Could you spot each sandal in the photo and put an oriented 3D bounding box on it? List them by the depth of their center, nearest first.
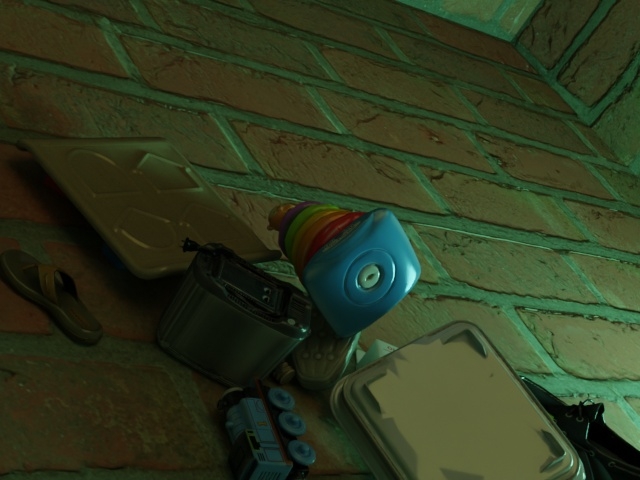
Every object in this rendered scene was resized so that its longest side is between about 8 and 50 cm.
[{"bbox_3d":[-0.359,0.067,1.720,0.180,0.049,0.072,41,26,11],"label":"sandal"}]

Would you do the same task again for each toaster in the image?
[{"bbox_3d":[-0.134,0.109,1.809,0.227,0.146,0.129,30,25,-13],"label":"toaster"}]

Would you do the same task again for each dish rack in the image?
[{"bbox_3d":[0.203,0.275,1.844,0.285,0.072,0.333,-25,62,-22],"label":"dish rack"}]

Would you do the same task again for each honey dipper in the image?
[{"bbox_3d":[-0.100,0.153,1.914,0.160,0.030,0.030,45,27,23],"label":"honey dipper"}]

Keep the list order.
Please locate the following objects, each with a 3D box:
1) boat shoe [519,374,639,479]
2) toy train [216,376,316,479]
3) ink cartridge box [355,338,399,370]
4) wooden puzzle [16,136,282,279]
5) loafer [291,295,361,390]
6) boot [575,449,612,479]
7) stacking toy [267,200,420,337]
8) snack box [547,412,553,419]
[{"bbox_3d":[0.467,0.335,2.196,0.340,0.113,0.127,44,27,18],"label":"boat shoe"},{"bbox_3d":[-0.077,0.263,1.700,0.105,0.080,0.184,11,34,-30],"label":"toy train"},{"bbox_3d":[0.124,0.232,2.006,0.115,0.067,0.198,25,28,-19],"label":"ink cartridge box"},{"bbox_3d":[-0.274,-0.045,1.997,0.348,0.080,0.322,42,25,24],"label":"wooden puzzle"},{"bbox_3d":[0.021,0.126,2.017,0.112,0.111,0.319,5,42,11],"label":"loafer"},{"bbox_3d":[0.575,0.501,1.870,0.445,0.146,0.367,10,42,-7],"label":"boot"},{"bbox_3d":[0.000,0.000,1.976,0.302,0.175,0.165,37,-18,53],"label":"stacking toy"},{"bbox_3d":[0.285,0.306,2.075,0.174,0.070,0.207,36,26,3],"label":"snack box"}]
